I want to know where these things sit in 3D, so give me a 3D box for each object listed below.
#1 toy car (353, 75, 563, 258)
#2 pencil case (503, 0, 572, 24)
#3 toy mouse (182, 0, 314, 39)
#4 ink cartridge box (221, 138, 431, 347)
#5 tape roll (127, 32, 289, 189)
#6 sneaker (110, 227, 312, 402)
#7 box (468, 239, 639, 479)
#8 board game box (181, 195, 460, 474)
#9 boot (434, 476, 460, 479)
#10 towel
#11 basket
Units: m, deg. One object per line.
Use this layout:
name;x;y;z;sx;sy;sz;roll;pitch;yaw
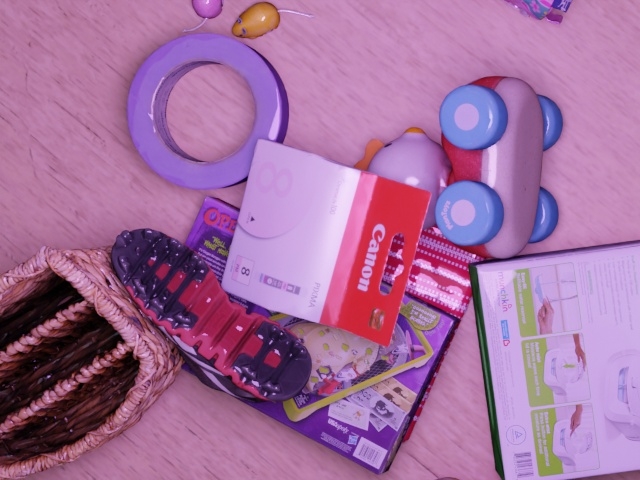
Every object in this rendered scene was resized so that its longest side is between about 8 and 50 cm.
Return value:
toy car;0.136;-0.089;1.897;0.238;0.219;0.210;4;93;28
pencil case;0.171;-0.353;1.904;0.284;0.124;0.124;22;95;4
toy mouse;-0.107;-0.316;1.979;0.161;0.031;0.143;-19;91;7
ink cartridge box;0.000;0.000;1.849;0.232;0.066;0.189;20;98;44
tape roll;-0.136;-0.156;1.966;0.189;0.080;0.189;0;93;5
sneaker;-0.139;0.097;1.884;0.276;0.135;0.098;39;65;-1
box;0.308;0.140;1.899;0.231;0.127;0.262;-9;92;0
board game box;-0.029;0.111;1.952;0.346;0.056;0.208;27;100;16
boot;0.253;0.337;1.927;0.206;0.248;0.090;9;81;-29
towel;0.068;0.092;1.981;0.198;0.031;0.275;23;95;4
basket;-0.334;0.160;1.906;0.299;0.223;0.213;-32;83;15
